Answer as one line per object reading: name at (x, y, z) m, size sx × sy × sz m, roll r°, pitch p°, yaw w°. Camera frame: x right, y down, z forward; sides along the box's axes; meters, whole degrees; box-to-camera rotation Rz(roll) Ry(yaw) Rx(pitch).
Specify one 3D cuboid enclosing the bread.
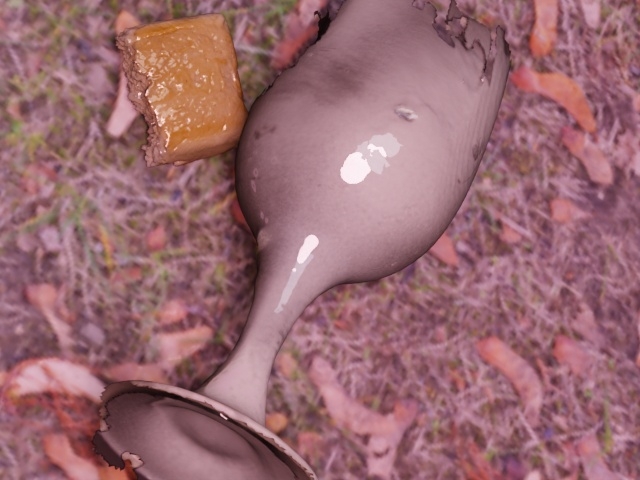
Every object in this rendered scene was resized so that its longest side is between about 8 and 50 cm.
bread at (-0.077, -0.088, 1.028) m, size 0.070 × 0.035 × 0.083 m, roll -19°, pitch 92°, yaw -28°

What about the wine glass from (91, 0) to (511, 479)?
wine glass at (0.000, 0.000, 0.979) m, size 0.143 × 0.143 × 0.321 m, roll 34°, pitch 58°, yaw -14°
